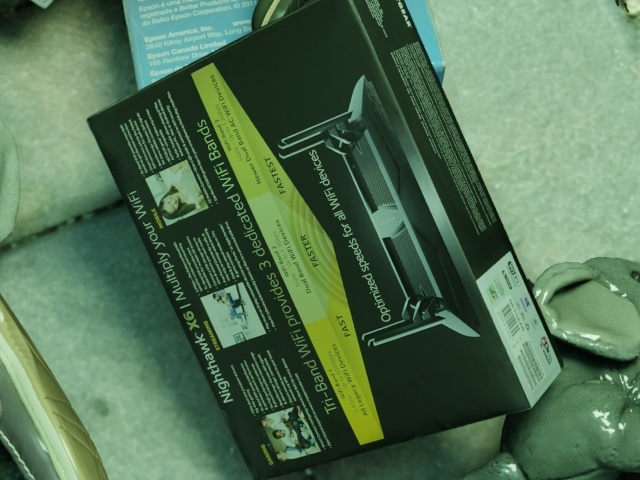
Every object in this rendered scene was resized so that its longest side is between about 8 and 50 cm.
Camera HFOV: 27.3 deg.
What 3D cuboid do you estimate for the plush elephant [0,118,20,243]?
[{"bbox_3d":[-0.355,-0.092,0.964,0.330,0.272,0.255,-28,62,2],"label":"plush elephant"}]

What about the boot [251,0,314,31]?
[{"bbox_3d":[-0.049,-0.236,1.054,0.137,0.077,0.198,18,55,12],"label":"boot"}]

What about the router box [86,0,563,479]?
[{"bbox_3d":[0.000,0.000,0.947,0.243,0.081,0.309,-20,96,32],"label":"router box"}]

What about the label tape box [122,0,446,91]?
[{"bbox_3d":[-0.053,-0.251,1.153,0.249,0.115,0.347,-11,65,-5],"label":"label tape box"}]

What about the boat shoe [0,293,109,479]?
[{"bbox_3d":[-0.255,0.121,1.019,0.092,0.103,0.285,-33,69,-7],"label":"boat shoe"}]

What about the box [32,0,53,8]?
[{"bbox_3d":[-0.240,-0.280,1.064,0.137,0.126,0.072,33,39,-25],"label":"box"}]

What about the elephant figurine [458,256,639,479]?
[{"bbox_3d":[0.213,0.085,1.022,0.169,0.186,0.239,-29,52,35],"label":"elephant figurine"}]
